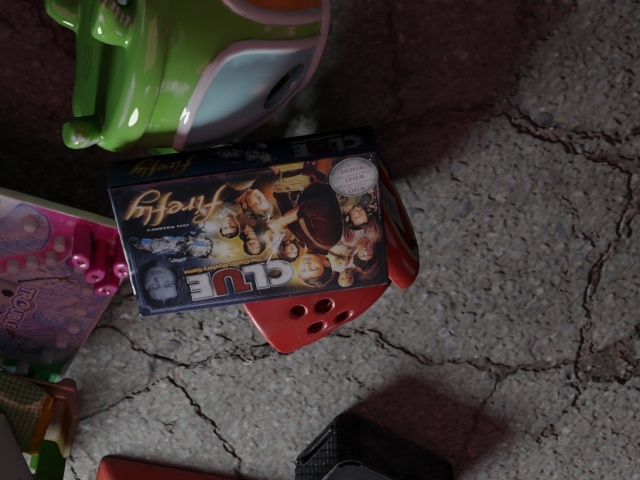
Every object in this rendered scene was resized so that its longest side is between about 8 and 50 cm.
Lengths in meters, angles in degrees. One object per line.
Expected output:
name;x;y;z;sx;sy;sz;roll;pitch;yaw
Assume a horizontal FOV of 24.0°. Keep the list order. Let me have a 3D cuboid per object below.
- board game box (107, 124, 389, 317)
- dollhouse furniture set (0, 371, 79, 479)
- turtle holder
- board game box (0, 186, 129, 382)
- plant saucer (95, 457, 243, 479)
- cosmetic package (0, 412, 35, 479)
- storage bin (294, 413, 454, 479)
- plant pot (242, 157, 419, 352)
board game box;-0.063;-0.015;1.401;0.243;0.042;0.165;-8;132;0
dollhouse furniture set;-0.387;0.264;1.703;0.198;0.151;0.301;11;150;-9
turtle holder;-0.126;-0.176;1.392;0.228;0.243;0.320;0;122;-21
board game box;-0.428;0.057;1.591;0.390;0.050;0.390;16;142;-18
plant saucer;-0.181;0.405;1.947;0.259;0.047;0.259;12;127;-10
cosmetic package;-0.493;0.344;1.620;0.385;0.156;0.217;-15;119;8
storage bin;0.068;0.308;1.856;0.180;0.084;0.122;29;121;-20
plant pot;0.000;0.000;1.556;0.174;0.191;0.191;-23;124;12
